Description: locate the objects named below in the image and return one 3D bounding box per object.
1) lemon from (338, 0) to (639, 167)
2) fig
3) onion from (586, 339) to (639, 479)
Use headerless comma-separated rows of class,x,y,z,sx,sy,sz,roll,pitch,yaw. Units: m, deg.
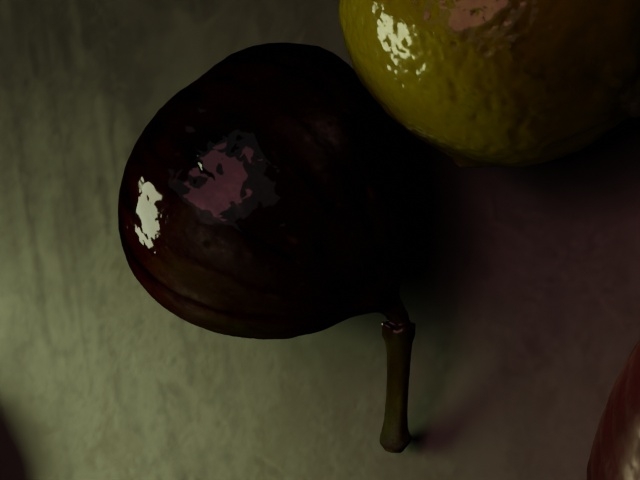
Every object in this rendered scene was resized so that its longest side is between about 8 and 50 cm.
lemon,0.114,-0.143,1.231,0.231,0.192,0.192,41,100,30
fig,-0.007,-0.009,1.282,0.249,0.186,0.204,38,80,24
onion,0.310,0.145,0.982,0.354,0.353,0.353,-7,75,28
